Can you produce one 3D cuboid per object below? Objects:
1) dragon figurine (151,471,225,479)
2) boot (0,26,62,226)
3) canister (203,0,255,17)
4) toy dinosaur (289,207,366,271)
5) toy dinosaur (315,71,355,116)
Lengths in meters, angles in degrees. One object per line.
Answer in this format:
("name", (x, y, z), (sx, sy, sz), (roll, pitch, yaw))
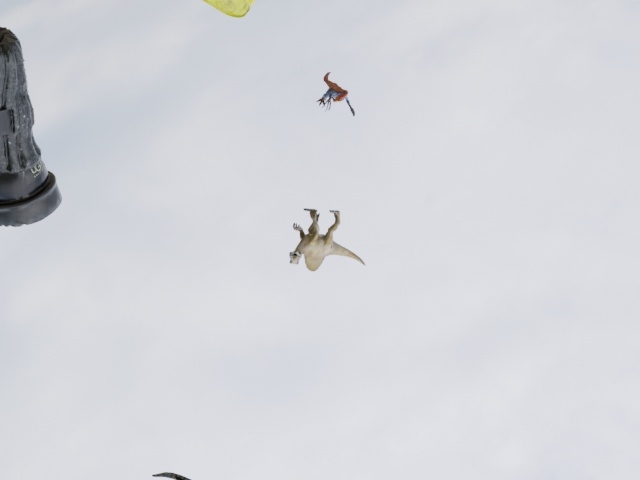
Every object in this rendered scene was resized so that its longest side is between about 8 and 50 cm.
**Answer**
("dragon figurine", (-0.147, 0.424, 1.450), (0.085, 0.144, 0.289), (-38, -113, -16))
("boot", (-0.519, -0.158, 1.269), (0.348, 0.260, 0.131), (1, -143, 14))
("canister", (-0.114, -0.399, 1.269), (0.170, 0.126, 0.073), (-65, -164, -19))
("toy dinosaur", (0.000, 0.000, 1.412), (0.053, 0.092, 0.183), (6, -176, 35))
("toy dinosaur", (0.020, -0.233, 1.508), (0.047, 0.090, 0.082), (-14, 174, -21))
